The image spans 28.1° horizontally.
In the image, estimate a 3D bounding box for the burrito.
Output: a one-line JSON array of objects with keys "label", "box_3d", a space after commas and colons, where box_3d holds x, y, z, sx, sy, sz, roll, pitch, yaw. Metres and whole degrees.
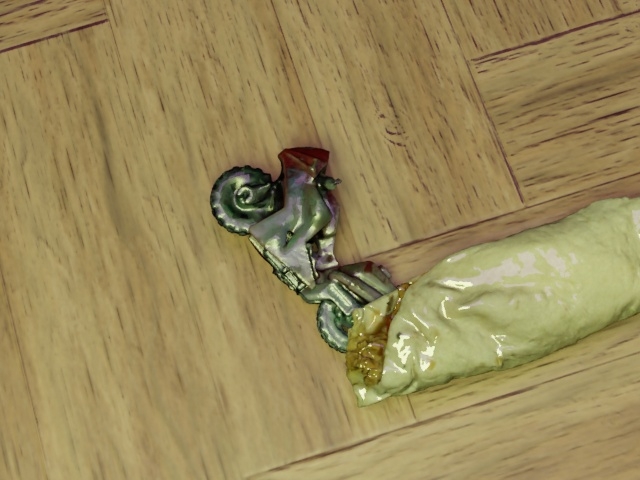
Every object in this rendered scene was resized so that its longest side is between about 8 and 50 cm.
[{"label": "burrito", "box_3d": [0.202, 0.042, 1.145, 0.392, 0.076, 0.117, -18, 91, -9]}]

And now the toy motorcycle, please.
[{"label": "toy motorcycle", "box_3d": [0.000, 0.000, 1.183, 0.122, 0.082, 0.213, -41, 85, -5]}]
